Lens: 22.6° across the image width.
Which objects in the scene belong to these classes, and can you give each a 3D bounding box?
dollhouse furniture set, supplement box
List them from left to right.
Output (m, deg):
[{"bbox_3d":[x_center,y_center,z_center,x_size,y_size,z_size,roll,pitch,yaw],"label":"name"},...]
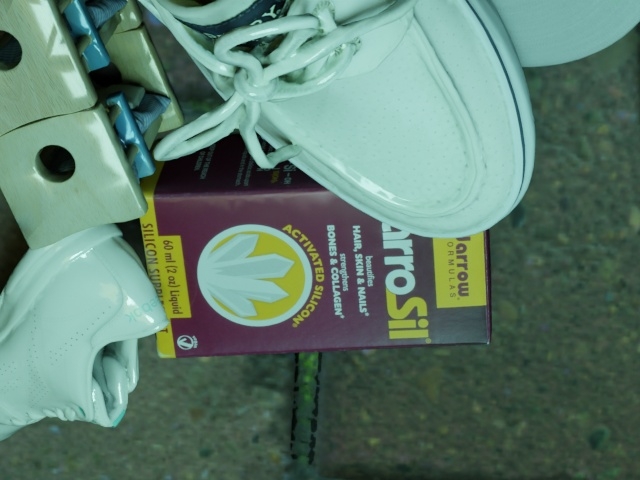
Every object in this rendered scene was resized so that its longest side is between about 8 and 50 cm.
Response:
[{"bbox_3d":[-0.078,-0.103,0.821,0.184,0.129,0.129,-16,114,13],"label":"dollhouse furniture set"},{"bbox_3d":[0.000,0.000,0.894,0.188,0.081,0.104,-3,116,6],"label":"supplement box"}]

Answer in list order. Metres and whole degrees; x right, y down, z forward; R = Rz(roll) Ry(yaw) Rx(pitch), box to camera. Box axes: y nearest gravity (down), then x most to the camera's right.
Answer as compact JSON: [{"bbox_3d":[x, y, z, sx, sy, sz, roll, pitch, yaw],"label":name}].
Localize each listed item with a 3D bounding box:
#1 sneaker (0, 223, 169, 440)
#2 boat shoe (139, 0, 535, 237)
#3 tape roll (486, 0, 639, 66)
[{"bbox_3d":[-0.149,0.076,0.909,0.094,0.080,0.212,48,138,9],"label":"sneaker"},{"bbox_3d":[-0.028,-0.108,0.679,0.136,0.156,0.367,-25,120,24],"label":"boat shoe"},{"bbox_3d":[0.071,-0.185,0.737,0.219,0.072,0.219,25,148,17],"label":"tape roll"}]
